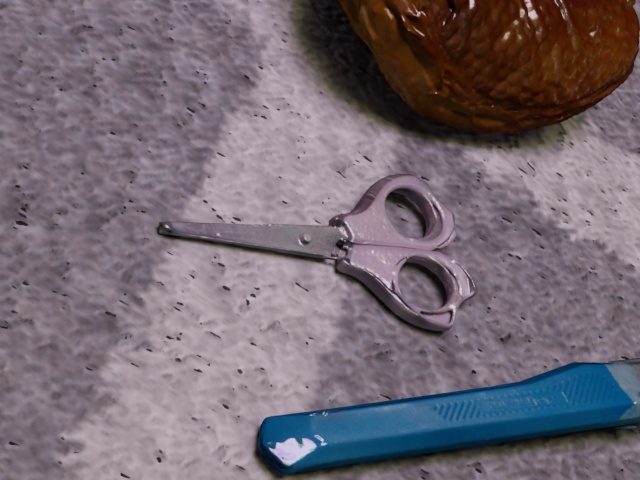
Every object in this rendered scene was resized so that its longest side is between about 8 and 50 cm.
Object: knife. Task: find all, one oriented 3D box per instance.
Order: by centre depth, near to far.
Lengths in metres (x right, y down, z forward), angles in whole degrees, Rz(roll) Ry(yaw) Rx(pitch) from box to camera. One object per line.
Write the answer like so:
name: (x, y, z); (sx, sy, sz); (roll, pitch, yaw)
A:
knife: (0.092, 0.090, 0.788); (0.297, 0.026, 0.044); (-3, 56, -33)

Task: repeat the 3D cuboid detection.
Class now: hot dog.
hot dog: (0.097, -0.148, 0.921); (0.227, 0.099, 0.160); (12, 51, -29)

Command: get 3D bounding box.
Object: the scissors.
scissors: (0.000, 0.000, 0.800); (0.189, 0.015, 0.100); (6, 56, -30)
